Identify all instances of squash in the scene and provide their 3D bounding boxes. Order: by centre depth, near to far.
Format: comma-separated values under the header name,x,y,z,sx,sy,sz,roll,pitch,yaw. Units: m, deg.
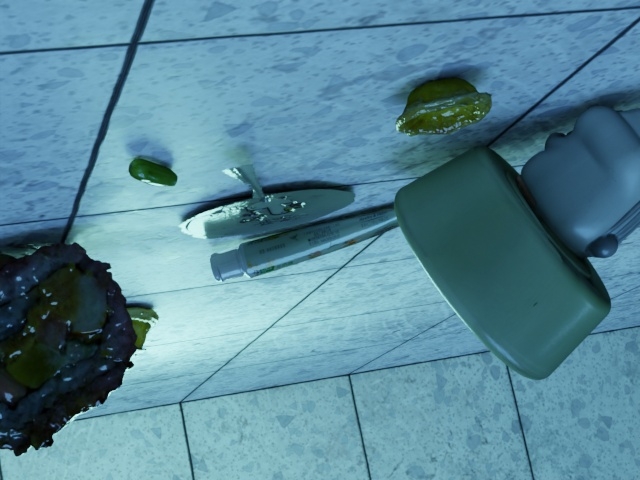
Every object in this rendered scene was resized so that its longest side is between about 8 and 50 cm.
name,x,y,z,sx,sy,sz,roll,pitch,yaw
squash,-0.176,-0.071,1.359,0.027,0.027,0.089,-17,168,23

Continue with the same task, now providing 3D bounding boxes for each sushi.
name,x,y,z,sx,sy,sz,roll,pitch,yaw
sushi,-0.364,0.116,1.582,0.270,0.236,0.171,-38,-170,-6

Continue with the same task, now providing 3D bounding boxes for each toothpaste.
name,x,y,z,sx,sy,sz,roll,pitch,yaw
toothpaste,0.000,0.000,1.777,0.314,0.058,0.056,-16,124,3

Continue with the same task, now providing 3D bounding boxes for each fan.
name,x,y,z,sx,sy,sz,roll,pitch,yaw
fan,-0.071,-0.051,1.562,0.233,0.012,0.414,-13,170,0

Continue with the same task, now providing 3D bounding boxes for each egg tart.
name,x,y,z,sx,sy,sz,roll,pitch,yaw
egg tart,0.125,-0.139,1.297,0.105,0.039,0.105,-11,168,-2
egg tart,-0.358,0.160,2.106,0.191,0.074,0.191,-9,167,-2

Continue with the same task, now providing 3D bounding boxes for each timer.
name,x,y,z,sx,sy,sz,roll,pitch,yaw
timer,0.292,-0.038,1.512,0.315,0.291,0.291,-40,159,15
